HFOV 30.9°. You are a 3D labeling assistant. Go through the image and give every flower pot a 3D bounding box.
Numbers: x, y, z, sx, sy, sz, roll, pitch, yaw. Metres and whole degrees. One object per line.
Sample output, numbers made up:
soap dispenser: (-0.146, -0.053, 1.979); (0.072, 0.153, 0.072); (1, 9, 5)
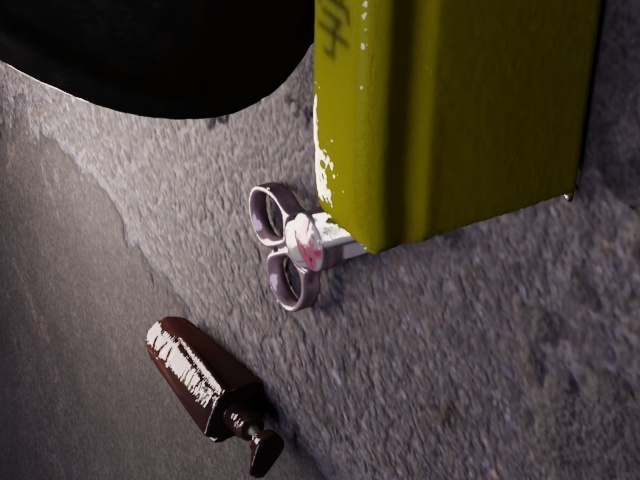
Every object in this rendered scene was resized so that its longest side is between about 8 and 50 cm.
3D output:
flower pot: (-0.072, -0.278, 0.654); (0.251, 0.379, 0.379); (-29, 78, 41)

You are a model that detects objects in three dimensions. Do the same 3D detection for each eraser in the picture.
eraser: (0.074, -0.115, 0.625); (0.069, 0.158, 0.226); (42, 138, 50)

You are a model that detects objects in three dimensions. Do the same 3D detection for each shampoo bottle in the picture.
shampoo bottle: (-0.111, 0.158, 1.212); (0.236, 0.067, 0.068); (36, 126, 50)

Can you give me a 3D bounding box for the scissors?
scissors: (0.000, 0.000, 0.959); (0.242, 0.030, 0.118); (-10, 96, 65)
